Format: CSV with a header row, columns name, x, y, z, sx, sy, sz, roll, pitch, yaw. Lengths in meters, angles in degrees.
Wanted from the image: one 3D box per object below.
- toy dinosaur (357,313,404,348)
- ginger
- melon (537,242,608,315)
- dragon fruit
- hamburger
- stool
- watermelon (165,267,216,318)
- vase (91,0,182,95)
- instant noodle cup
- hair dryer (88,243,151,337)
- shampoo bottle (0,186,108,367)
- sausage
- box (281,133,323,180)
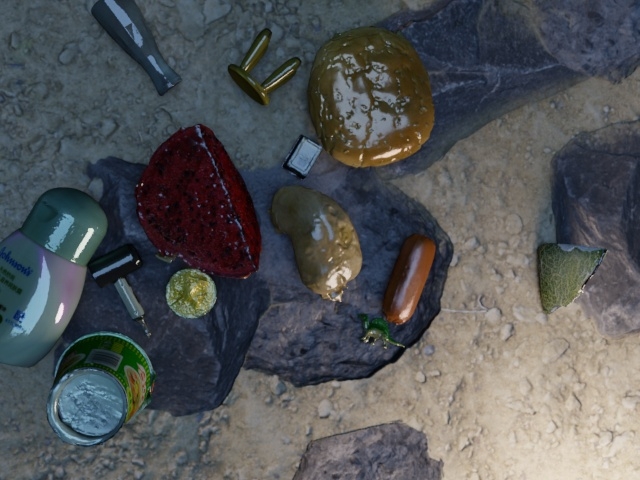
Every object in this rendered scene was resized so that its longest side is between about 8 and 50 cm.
name,x,y,z,sx,sy,sz,roll,pitch,yaw
toy dinosaur,0.131,0.198,1.711,0.119,0.029,0.061,21,77,-8
ginger,0.000,0.000,1.635,0.138,0.152,0.267,-28,90,-35
melon,0.529,0.061,1.739,0.139,0.093,0.203,44,117,19
dragon fruit,-0.250,-0.071,1.606,0.204,0.152,0.317,-17,103,14
hamburger,0.102,-0.293,1.635,0.259,0.144,0.283,-19,88,-3
stool,-0.115,-0.350,1.620,0.110,0.135,0.134,-46,141,-7
watermelon,-0.263,0.105,1.638,0.105,0.062,0.106,0,96,-1
vase,-0.363,-0.395,1.605,0.086,0.086,0.214,-36,100,-5
instant noodle cup,-0.428,0.291,1.537,0.206,0.232,0.207,0,92,-8
hair dryer,-0.388,0.111,1.635,0.100,0.057,0.198,-25,103,-6
shampoo bottle,-0.545,0.059,1.547,0.221,0.151,0.350,30,86,27
sausage,0.185,0.082,1.690,0.076,0.076,0.198,21,90,-7
box,-0.035,-0.174,1.659,0.060,0.063,0.085,32,87,-6
